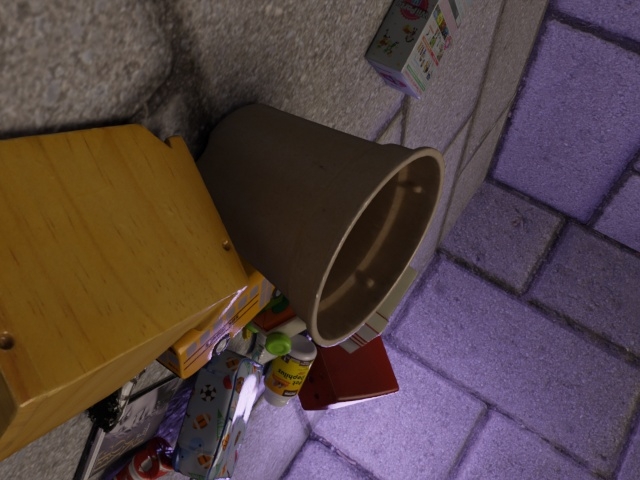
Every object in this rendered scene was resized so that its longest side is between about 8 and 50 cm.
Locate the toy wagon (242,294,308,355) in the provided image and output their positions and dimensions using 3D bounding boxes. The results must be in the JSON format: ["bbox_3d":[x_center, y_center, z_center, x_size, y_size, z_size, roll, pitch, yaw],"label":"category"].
[{"bbox_3d":[-0.071,0.126,1.308,0.344,0.068,0.267,-31,-147,28],"label":"toy wagon"}]

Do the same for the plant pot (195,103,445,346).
[{"bbox_3d":[-0.023,-0.058,0.924,0.334,0.305,0.334,-43,153,-29],"label":"plant pot"}]

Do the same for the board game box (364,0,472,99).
[{"bbox_3d":[0.236,-0.491,1.293,0.303,0.097,0.224,-63,161,7],"label":"board game box"}]

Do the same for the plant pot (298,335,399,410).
[{"bbox_3d":[0.051,0.425,1.926,0.236,0.267,0.267,-9,165,-45],"label":"plant pot"}]

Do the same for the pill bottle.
[{"bbox_3d":[-0.100,0.398,1.783,0.117,0.117,0.215,-23,140,-61],"label":"pill bottle"}]

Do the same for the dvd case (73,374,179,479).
[{"bbox_3d":[-0.376,0.366,1.159,0.221,0.018,0.164,-17,135,-64],"label":"dvd case"}]

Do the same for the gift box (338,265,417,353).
[{"bbox_3d":[0.064,0.142,1.619,0.258,0.276,0.255,-53,175,-30],"label":"gift box"}]

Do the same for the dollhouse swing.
[{"bbox_3d":[-0.324,0.073,0.717,0.305,0.315,0.347,-23,-176,33],"label":"dollhouse swing"}]

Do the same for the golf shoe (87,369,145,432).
[{"bbox_3d":[-0.330,0.235,0.978,0.094,0.077,0.198,-27,145,-59],"label":"golf shoe"}]

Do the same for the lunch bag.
[{"bbox_3d":[-0.233,0.413,1.366,0.243,0.115,0.303,69,37,-70],"label":"lunch bag"}]

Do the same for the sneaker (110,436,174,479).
[{"bbox_3d":[-0.399,0.503,1.267,0.128,0.087,0.221,-36,165,-1],"label":"sneaker"}]

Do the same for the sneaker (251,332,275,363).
[{"bbox_3d":[-0.149,0.287,1.558,0.094,0.080,0.212,-40,158,-17],"label":"sneaker"}]

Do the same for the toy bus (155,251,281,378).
[{"bbox_3d":[-0.185,0.108,1.112,0.333,0.108,0.130,-44,155,-38],"label":"toy bus"}]
